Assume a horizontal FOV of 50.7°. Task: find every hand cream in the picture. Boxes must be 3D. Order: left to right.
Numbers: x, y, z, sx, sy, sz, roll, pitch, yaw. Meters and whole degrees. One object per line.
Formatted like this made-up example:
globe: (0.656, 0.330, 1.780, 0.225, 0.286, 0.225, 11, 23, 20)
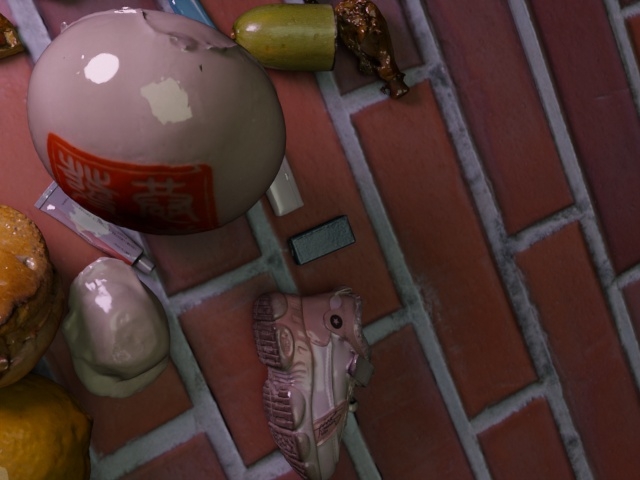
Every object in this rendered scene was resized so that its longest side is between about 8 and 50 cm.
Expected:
hand cream: (-0.370, -0.013, 1.128, 0.216, 0.038, 0.052, 39, 57, -10)

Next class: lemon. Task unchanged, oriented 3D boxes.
lemon: (-0.485, 0.329, 0.978, 0.296, 0.297, 0.297, -1, 93, -18)

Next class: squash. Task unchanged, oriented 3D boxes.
squash: (-0.064, -0.349, 1.164, 0.186, 0.123, 0.123, -5, 95, -16)

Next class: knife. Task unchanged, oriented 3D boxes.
knife: (-0.184, -0.346, 1.170, 0.064, 0.031, 0.222, -44, 102, -23)

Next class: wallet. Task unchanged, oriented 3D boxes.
wallet: (-0.076, -0.109, 1.221, 0.061, 0.025, 0.122, -25, 100, -22)

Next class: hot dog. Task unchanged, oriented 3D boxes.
hot dog: (-0.543, -0.329, 1.036, 0.168, 0.061, 0.078, 17, 89, -18)

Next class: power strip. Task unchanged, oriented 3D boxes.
power strip: (0.000, 0.000, 1.247, 0.123, 0.032, 0.056, -23, 99, -15)

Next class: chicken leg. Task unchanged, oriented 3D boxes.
chicken leg: (0.099, -0.348, 1.234, 0.085, 0.101, 0.208, -29, 113, 15)

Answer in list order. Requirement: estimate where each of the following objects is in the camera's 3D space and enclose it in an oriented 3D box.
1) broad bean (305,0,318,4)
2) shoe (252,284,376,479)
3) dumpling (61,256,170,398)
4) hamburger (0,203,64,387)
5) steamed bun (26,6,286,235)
broad bean: (0.010, -0.560, 1.213, 0.098, 0.056, 0.318, 0, 102, -37)
shoe: (0.007, 0.249, 1.191, 0.198, 0.172, 0.351, -11, 98, -20)
dumpling: (-0.332, 0.147, 1.099, 0.162, 0.132, 0.250, -23, 115, -24)
hamburger: (-0.516, 0.088, 0.950, 0.289, 0.314, 0.170, -1, 130, -12)
steamed bun: (-0.234, -0.136, 0.978, 0.374, 0.374, 0.242, 11, 67, -18)
